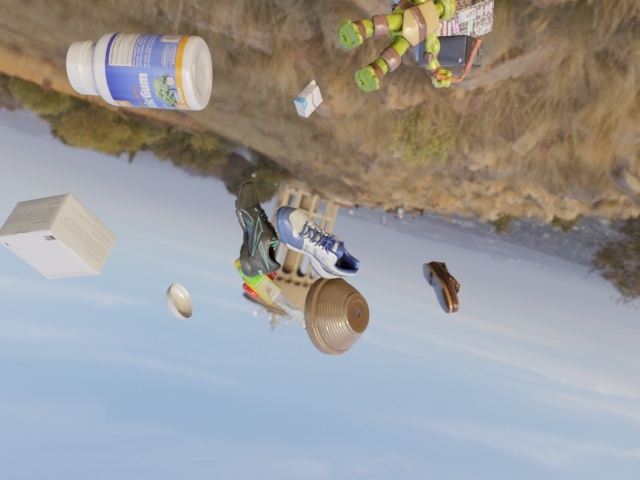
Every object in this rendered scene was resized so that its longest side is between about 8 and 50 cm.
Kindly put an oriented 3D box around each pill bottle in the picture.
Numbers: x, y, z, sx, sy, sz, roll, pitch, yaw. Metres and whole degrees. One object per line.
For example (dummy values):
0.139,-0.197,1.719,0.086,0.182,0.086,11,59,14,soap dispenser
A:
-0.380,-0.358,1.165,0.272,0.152,0.152,4,-179,7,pill bottle

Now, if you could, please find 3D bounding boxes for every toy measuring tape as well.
-0.151,0.172,1.802,0.330,0.121,0.121,41,-176,2,toy measuring tape

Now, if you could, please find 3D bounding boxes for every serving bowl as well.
-0.313,0.136,1.204,0.027,0.083,0.083,-25,173,12,serving bowl

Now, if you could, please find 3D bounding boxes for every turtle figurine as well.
0.132,-0.339,0.842,0.087,0.217,0.269,38,155,47,turtle figurine

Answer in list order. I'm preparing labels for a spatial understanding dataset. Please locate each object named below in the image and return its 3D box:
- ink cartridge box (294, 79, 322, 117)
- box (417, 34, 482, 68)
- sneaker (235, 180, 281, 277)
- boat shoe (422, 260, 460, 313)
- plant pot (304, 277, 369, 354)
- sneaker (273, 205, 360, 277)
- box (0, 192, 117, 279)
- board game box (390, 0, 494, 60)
-0.025,-0.349,1.355,0.028,0.083,0.048,26,156,30,ink cartridge box
0.413,-0.596,1.753,0.156,0.093,0.158,9,-163,32,box
-0.165,-0.034,1.512,0.106,0.267,0.101,-6,178,19,sneaker
0.344,0.120,1.507,0.073,0.073,0.207,-4,-146,-8,boat shoe
0.067,0.217,1.622,0.109,0.237,0.237,-10,164,39,plant pot
0.000,0.000,1.483,0.131,0.112,0.296,-1,148,42,sneaker
-0.638,-0.006,1.344,0.181,0.119,0.182,-6,141,23,box
0.424,-0.807,1.946,0.291,0.232,0.141,-22,147,1,board game box
